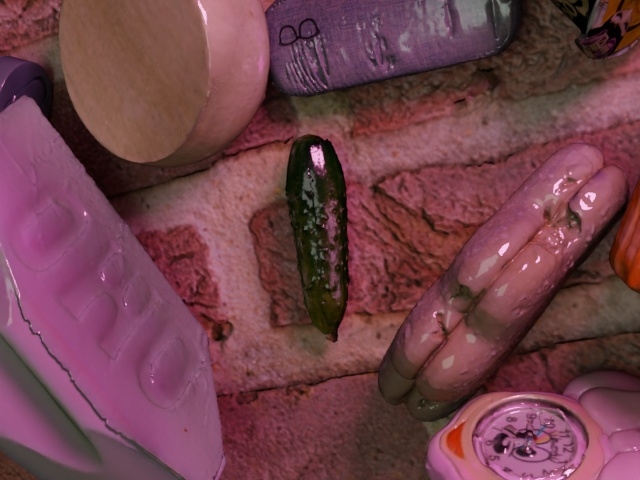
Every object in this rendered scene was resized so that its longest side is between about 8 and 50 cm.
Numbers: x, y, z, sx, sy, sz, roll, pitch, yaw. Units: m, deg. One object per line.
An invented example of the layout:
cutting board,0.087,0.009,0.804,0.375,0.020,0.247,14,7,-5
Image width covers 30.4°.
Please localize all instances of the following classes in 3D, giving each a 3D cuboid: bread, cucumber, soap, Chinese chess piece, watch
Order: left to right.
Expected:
soap,-0.275,0.093,1.261,0.156,0.261,0.446,-28,105,23
Chinese chess piece,-0.166,-0.201,1.235,0.250,0.101,0.250,11,108,38
cucumber,0.000,0.000,1.251,0.069,0.069,0.227,1,105,25
bread,0.162,0.056,1.125,0.102,0.183,0.337,40,117,9
watch,0.231,0.258,1.151,0.248,0.211,0.217,-1,128,11

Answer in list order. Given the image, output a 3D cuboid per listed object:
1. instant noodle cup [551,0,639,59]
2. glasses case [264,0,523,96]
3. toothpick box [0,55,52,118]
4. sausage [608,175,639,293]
instant noodle cup,0.220,-0.307,1.014,0.236,0.215,0.215,43,116,21
glasses case,0.064,-0.214,1.170,0.282,0.067,0.109,-8,102,30
toothpick box,-0.407,-0.175,1.383,0.153,0.101,0.101,15,108,23
sausage,0.392,-0.069,0.960,0.233,0.233,0.287,23,110,19
